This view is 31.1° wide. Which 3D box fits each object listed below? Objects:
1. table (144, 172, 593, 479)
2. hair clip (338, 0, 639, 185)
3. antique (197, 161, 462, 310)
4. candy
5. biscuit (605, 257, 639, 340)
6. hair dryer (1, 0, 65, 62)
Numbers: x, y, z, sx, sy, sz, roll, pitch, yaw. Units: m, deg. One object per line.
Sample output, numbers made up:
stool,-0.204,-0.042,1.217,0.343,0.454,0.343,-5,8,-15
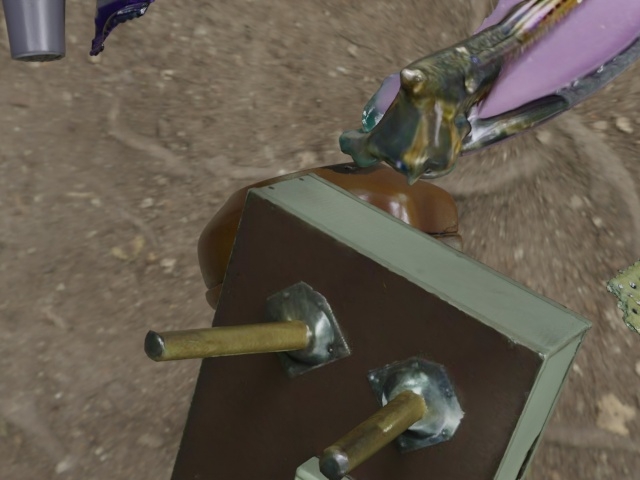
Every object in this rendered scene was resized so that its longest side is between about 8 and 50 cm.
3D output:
table,-0.018,0.115,0.412,0.122,0.111,0.240,29,117,26
hair clip,0.160,-0.154,0.850,0.110,0.359,0.095,12,129,44
antique,0.000,0.000,1.159,0.278,0.224,0.129,-16,82,39
candy,-0.243,-0.380,1.493,0.145,0.070,0.275,-12,65,49
biscuit,0.459,0.074,1.507,0.144,0.203,0.016,46,142,24
hair dryer,-0.211,-0.366,1.296,0.361,0.121,0.301,-5,92,3
